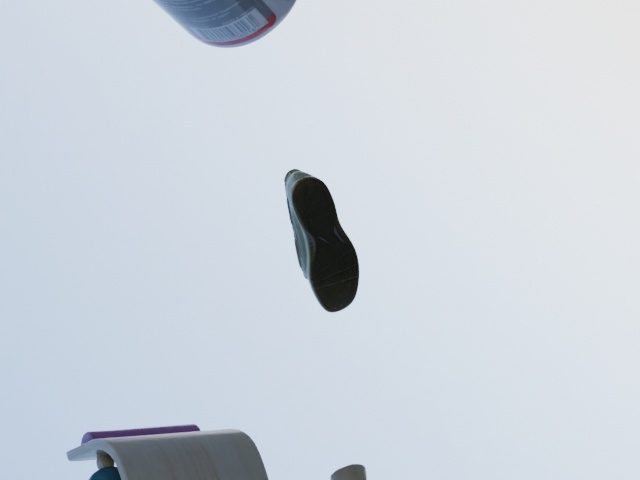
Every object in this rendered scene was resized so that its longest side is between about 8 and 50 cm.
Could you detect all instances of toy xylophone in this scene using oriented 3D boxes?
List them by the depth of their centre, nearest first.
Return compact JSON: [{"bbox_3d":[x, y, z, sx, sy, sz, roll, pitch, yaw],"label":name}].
[{"bbox_3d":[-0.053,0.264,1.115,0.236,0.081,0.322,8,-127,-30],"label":"toy xylophone"}]

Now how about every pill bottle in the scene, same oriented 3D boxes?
[{"bbox_3d":[-0.143,-0.329,1.651,0.161,0.161,0.283,55,-172,29],"label":"pill bottle"}]

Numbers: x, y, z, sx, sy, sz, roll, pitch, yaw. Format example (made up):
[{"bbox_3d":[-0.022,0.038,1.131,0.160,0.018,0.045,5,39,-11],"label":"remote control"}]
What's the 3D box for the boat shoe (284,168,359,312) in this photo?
[{"bbox_3d":[-0.002,0.000,1.608,0.048,0.056,0.153,42,155,63],"label":"boat shoe"}]
